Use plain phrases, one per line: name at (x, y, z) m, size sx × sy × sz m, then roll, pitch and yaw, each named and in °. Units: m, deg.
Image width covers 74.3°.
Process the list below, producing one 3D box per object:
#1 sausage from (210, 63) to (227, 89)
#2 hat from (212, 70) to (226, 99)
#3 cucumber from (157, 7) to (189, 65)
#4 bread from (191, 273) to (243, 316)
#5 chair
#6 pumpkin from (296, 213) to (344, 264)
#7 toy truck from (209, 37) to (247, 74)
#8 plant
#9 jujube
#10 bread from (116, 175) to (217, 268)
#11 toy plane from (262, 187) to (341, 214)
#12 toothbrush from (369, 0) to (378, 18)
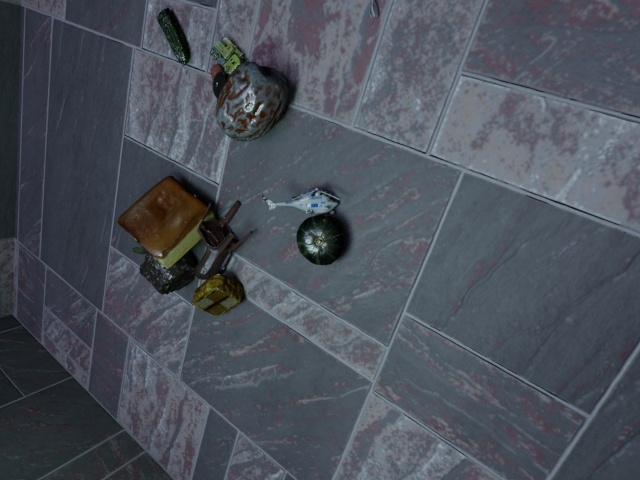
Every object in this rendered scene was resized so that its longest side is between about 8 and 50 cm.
sausage at (-0.414, -0.657, 1.758) m, size 0.062 × 0.062 × 0.154 m, roll -17°, pitch 90°, yaw 34°
hat at (-0.390, -0.619, 1.696) m, size 0.121 × 0.050 × 0.121 m, roll 4°, pitch 96°, yaw 52°
cucumber at (-0.640, -0.895, 1.854) m, size 0.077 × 0.077 × 0.265 m, roll -31°, pitch 84°, yaw 33°
bread at (-0.470, 0.249, 1.911) m, size 0.222 × 0.181 × 0.096 m, roll -34°, pitch 38°, yaw 33°
chair at (-0.451, 0.004, 1.848) m, size 0.326 × 0.175 × 0.183 m, roll -47°, pitch 66°, yaw 32°
pumpkin at (0.000, -0.001, 1.572) m, size 0.190 × 0.146 × 0.191 m, roll -2°, pitch 79°, yaw 10°
toy truck at (-0.367, -0.741, 1.707) m, size 0.100 × 0.077 × 0.169 m, roll -43°, pitch 72°, yaw 17°
plant at (-0.751, 0.085, 2.029) m, size 0.213 × 0.215 × 0.312 m, roll -45°, pitch 72°, yaw 31°
jujube at (-0.272, -0.518, 1.603) m, size 0.246 × 0.215 × 0.308 m, roll 47°, pitch 125°, yaw 12°
bread at (-0.682, -0.090, 1.896) m, size 0.323 × 0.333 × 0.143 m, roll 34°, pitch 159°, yaw 21°
toy plane at (-0.071, -0.134, 1.559) m, size 0.182 × 0.272 × 0.108 m, roll -147°, pitch 49°, yaw -63°
toothbrush at (0.151, -0.874, 1.382) m, size 0.026 × 0.024 × 0.288 m, roll -7°, pitch 96°, yaw 47°
